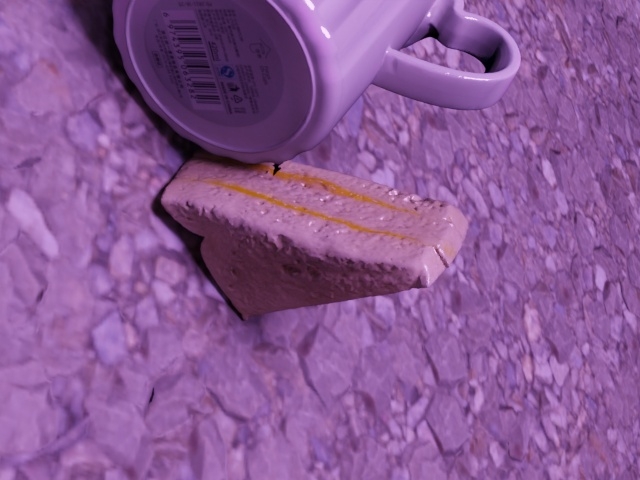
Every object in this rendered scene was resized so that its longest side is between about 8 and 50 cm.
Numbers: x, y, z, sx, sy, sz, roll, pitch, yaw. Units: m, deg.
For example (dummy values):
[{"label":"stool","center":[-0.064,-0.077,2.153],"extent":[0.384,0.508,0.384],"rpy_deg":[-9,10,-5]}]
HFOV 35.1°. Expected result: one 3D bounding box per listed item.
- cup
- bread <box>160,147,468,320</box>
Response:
[{"label":"cup","center":[0.006,-0.157,0.624],"extent":[0.202,0.221,0.167],"rpy_deg":[-57,146,-42]},{"label":"bread","center":[-0.004,-0.018,0.602],"extent":[0.105,0.152,0.077],"rpy_deg":[60,38,-21]}]
